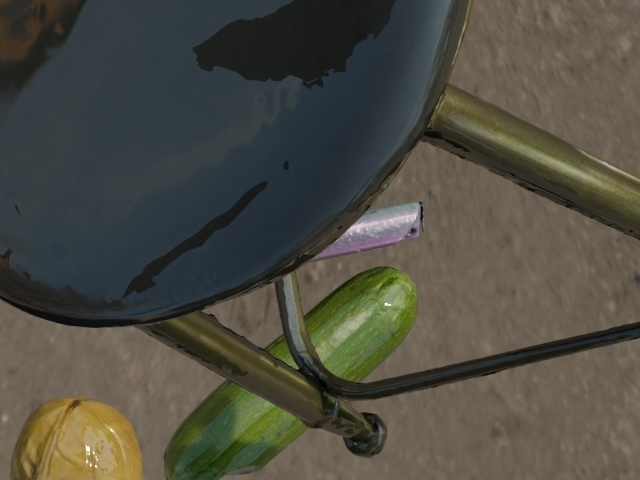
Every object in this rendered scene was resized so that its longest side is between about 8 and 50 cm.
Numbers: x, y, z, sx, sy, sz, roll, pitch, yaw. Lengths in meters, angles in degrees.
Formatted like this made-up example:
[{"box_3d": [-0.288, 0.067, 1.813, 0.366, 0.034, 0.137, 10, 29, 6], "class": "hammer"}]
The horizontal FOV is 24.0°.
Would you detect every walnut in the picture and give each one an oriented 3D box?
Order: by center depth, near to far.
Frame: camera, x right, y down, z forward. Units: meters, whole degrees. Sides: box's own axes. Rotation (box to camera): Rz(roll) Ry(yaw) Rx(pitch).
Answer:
[{"box_3d": [-0.287, 0.283, 1.782, 0.159, 0.159, 0.207, 6, 107, 1], "class": "walnut"}]

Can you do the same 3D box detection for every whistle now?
[{"box_3d": [0.000, 0.000, 1.207, 0.176, 0.033, 0.033, -12, 109, -14], "class": "whistle"}]

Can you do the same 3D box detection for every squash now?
[{"box_3d": [-0.022, 0.107, 1.123, 0.239, 0.069, 0.069, -40, 104, -2], "class": "squash"}]

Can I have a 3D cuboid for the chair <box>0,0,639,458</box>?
[{"box_3d": [0.032, -0.093, 0.764, 0.364, 0.410, 0.362, -16, 76, 31], "class": "chair"}]
